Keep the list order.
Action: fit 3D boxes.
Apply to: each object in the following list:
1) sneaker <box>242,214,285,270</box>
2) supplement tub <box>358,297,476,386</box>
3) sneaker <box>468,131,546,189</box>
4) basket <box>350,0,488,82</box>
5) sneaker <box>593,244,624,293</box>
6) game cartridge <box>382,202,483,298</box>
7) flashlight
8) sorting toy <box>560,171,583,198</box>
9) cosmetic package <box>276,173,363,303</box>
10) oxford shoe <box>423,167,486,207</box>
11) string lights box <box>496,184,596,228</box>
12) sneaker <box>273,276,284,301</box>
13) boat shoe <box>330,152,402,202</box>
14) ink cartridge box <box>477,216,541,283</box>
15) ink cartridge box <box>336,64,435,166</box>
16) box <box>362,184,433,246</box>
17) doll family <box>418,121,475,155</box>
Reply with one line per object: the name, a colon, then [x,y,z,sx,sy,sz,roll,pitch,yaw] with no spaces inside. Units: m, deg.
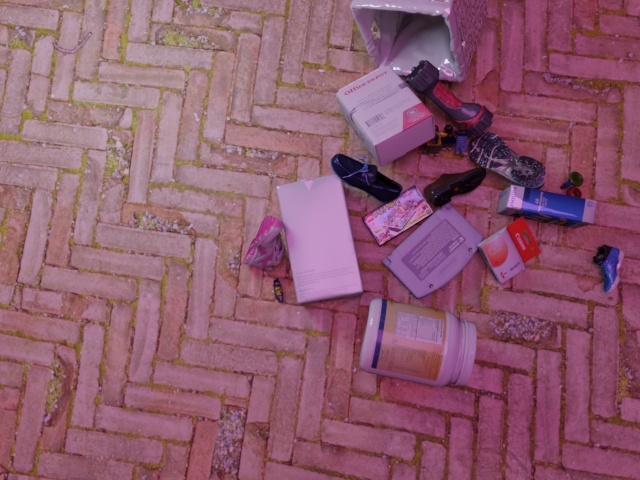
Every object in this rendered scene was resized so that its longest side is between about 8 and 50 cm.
sneaker: [-0.157,0.012,1.681,0.111,0.252,0.103,24,55,-10]
supplement tub: [0.287,0.310,1.590,0.316,0.228,0.228,11,82,5]
sneaker: [0.602,-0.245,1.722,0.110,0.122,0.283,-50,59,8]
basket: [0.320,-0.710,1.661,0.331,0.328,0.267,17,76,28]
sneaker: [0.895,0.086,1.669,0.084,0.058,0.152,21,79,1]
game cartridge: [0.371,0.041,1.715,0.294,0.060,0.196,-42,78,-3]
flashlight: [0.419,-0.457,1.696,0.304,0.103,0.103,35,88,-21]
sorting toy: [0.818,-0.173,1.729,0.061,0.042,0.102,16,70,-10]
cosmetic package: [0.000,0.000,1.694,0.217,0.156,0.385,-9,80,2]
oxford shoe: [0.438,-0.196,1.730,0.227,0.083,0.096,-22,46,-15]
string lights box: [0.707,-0.106,1.673,0.259,0.133,0.077,11,85,6]
sneaker: [-0.142,0.161,1.736,0.031,0.035,0.083,-15,81,2]
boat shoe: [0.150,-0.212,1.665,0.258,0.089,0.109,21,56,-31]
ink cartridge box: [0.608,0.031,1.682,0.179,0.045,0.145,-31,102,-1]
ink cartridge box: [0.207,-0.407,1.710,0.207,0.117,0.283,-29,56,-1]
box: [0.253,-0.081,1.747,0.207,0.036,0.114,-32,81,-1]
doll family: [0.403,-0.337,1.729,0.192,0.111,0.076,-6,38,0]
